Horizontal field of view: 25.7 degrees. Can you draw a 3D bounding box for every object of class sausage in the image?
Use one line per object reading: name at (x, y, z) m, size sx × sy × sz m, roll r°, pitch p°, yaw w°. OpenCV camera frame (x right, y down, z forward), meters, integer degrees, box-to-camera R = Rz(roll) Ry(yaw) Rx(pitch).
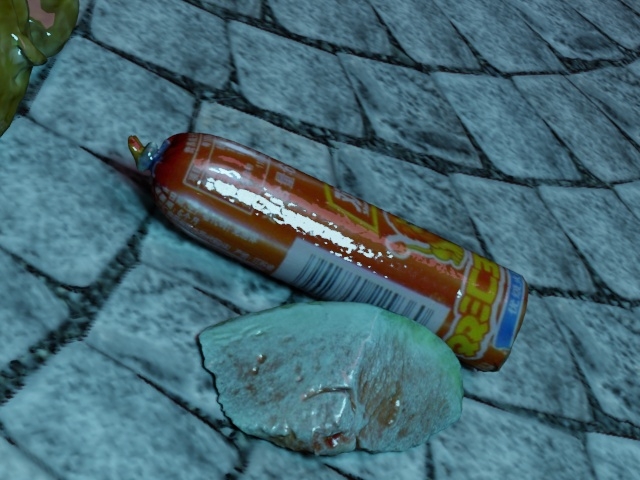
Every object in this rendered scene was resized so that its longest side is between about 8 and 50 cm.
sausage at (0.000, 0.000, 0.895) m, size 0.274 × 0.074 × 0.074 m, roll 24°, pitch 35°, yaw -12°

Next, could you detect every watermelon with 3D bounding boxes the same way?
watermelon at (0.022, 0.081, 0.834) m, size 0.180 × 0.081 × 0.094 m, roll 0°, pitch 71°, yaw -32°

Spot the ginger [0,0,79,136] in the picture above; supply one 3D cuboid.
ginger at (-0.267, -0.193, 0.834) m, size 0.357 × 0.152 × 0.274 m, roll -76°, pitch 144°, yaw -57°
